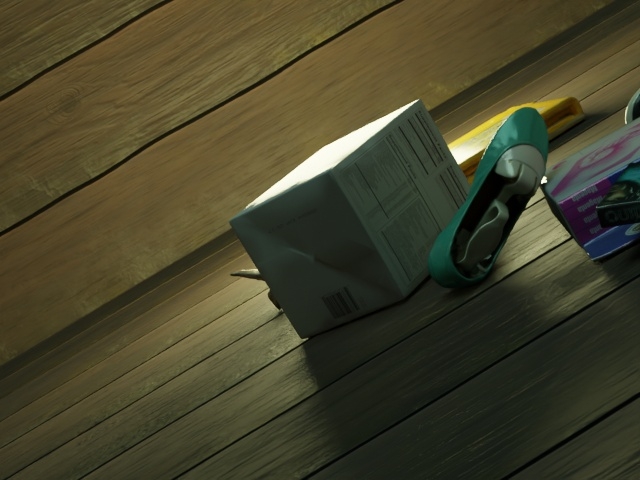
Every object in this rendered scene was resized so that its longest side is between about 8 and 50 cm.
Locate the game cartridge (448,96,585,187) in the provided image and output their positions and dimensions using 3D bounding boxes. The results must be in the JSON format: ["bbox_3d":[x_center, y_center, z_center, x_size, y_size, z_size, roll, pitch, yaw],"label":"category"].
[{"bbox_3d":[0.271,-0.153,2.504,0.285,0.053,0.323,-32,9,-9],"label":"game cartridge"}]

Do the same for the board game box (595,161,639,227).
[{"bbox_3d":[0.386,-0.059,1.487,0.186,0.026,0.126,-8,19,32],"label":"board game box"}]

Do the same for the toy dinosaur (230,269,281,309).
[{"bbox_3d":[0.000,0.000,2.337,0.295,0.127,0.200,-40,-5,32],"label":"toy dinosaur"}]

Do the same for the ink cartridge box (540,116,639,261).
[{"bbox_3d":[0.416,-0.108,1.683,0.324,0.071,0.330,-29,7,6],"label":"ink cartridge box"}]

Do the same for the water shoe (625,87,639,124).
[{"bbox_3d":[0.495,-0.200,1.933,0.203,0.073,0.080,-32,11,-5],"label":"water shoe"}]

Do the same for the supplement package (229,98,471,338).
[{"bbox_3d":[0.057,-0.031,2.014,0.199,0.198,0.262,-24,11,39],"label":"supplement package"}]

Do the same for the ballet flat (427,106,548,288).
[{"bbox_3d":[0.218,-0.046,1.764,0.247,0.083,0.087,-59,22,-4],"label":"ballet flat"}]
